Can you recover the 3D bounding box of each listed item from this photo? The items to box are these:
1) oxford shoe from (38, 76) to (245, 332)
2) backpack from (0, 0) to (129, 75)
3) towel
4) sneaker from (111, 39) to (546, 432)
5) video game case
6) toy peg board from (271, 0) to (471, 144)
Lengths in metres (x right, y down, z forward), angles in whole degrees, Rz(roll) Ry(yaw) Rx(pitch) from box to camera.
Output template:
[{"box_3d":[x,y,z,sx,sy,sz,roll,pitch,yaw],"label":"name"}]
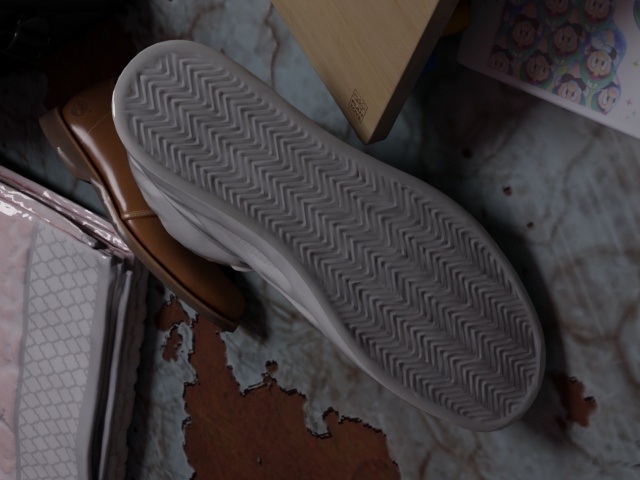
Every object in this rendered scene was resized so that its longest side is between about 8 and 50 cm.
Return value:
[{"box_3d":[-0.114,-0.028,0.724,0.076,0.076,0.212,-37,88,2],"label":"oxford shoe"},{"box_3d":[-0.367,-0.201,0.766,0.355,0.290,0.273,-27,77,50],"label":"backpack"},{"box_3d":[-0.301,0.091,0.901,0.317,0.053,0.332,23,118,24],"label":"towel"},{"box_3d":[0.000,0.000,0.617,0.292,0.108,0.169,41,170,-6],"label":"sneaker"},{"box_3d":[0.150,-0.129,0.487,0.157,0.019,0.143,30,122,30],"label":"video game case"},{"box_3d":[0.038,-0.167,0.533,0.161,0.079,0.161,60,153,20],"label":"toy peg board"}]
